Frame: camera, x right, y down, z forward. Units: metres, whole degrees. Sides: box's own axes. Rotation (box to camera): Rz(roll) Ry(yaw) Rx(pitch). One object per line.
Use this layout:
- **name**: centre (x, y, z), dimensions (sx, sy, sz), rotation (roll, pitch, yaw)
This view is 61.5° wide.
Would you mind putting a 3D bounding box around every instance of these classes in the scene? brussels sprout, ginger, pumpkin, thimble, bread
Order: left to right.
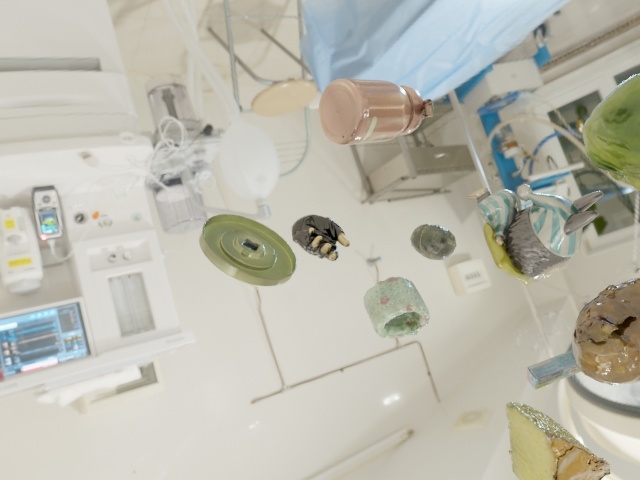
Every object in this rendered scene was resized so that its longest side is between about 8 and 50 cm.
- **thimble**: centre (0.256, 0.228, 1.792), dimensions (0.185, 0.149, 0.211), rotation (-39, 136, 19)
- **pumpkin**: centre (0.475, 0.006, 2.261), dimensions (0.146, 0.190, 0.190), rotation (-55, 167, 0)
- **bread**: centre (0.628, 0.641, 1.559), dimensions (0.315, 0.279, 0.248), rotation (23, -166, -26)
- **ginger**: centre (0.579, 0.139, 0.947), dimensions (0.321, 0.165, 0.172), rotation (-34, 145, -6)
- **brussels sprout**: centre (0.868, -0.293, 1.355), dimensions (0.276, 0.314, 0.371), rotation (-45, -142, -18)

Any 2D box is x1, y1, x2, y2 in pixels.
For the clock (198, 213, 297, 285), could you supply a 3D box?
- **clock**: centre (-0.164, 0.017, 1.244), dimensions (0.235, 0.235, 0.029), rotation (-7, 135, -47)

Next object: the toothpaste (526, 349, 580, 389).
- **toothpaste**: centre (0.632, 0.331, 1.396), dimensions (0.194, 0.044, 0.070), rotation (-19, 129, -5)

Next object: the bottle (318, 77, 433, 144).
- **bottle**: centre (0.165, -0.354, 1.482), dimensions (0.297, 0.173, 0.206), rotation (-11, -168, -40)

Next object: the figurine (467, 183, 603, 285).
- **figurine**: centre (0.741, -0.078, 1.779), dimensions (0.378, 0.361, 0.266), rotation (-33, 156, 31)

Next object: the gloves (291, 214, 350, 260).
- **gloves**: centre (0.000, 0.000, 1.648), dimensions (0.165, 0.203, 0.124), rotation (-11, 133, -6)
